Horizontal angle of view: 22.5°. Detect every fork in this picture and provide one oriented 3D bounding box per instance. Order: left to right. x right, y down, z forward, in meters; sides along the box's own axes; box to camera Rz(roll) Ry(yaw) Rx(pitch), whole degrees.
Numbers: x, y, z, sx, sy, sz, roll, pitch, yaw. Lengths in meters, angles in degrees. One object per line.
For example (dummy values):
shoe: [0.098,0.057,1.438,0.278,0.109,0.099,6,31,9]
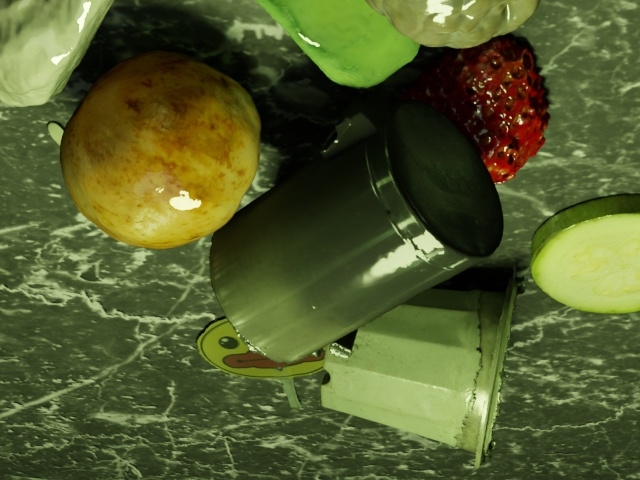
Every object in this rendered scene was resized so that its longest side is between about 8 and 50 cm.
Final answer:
fork: [-0.278,-0.092,2.083,0.034,0.028,0.219,-12,143,34]

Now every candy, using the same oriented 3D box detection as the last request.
candy: [-0.014,-0.287,1.669,0.132,0.142,0.343,35,175,41]

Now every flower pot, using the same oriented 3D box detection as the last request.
flower pot: [0.144,0.164,2.295,0.259,0.290,0.290,11,149,9]

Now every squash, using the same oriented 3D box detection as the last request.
squash: [0.416,0.016,2.217,0.252,0.049,0.252,1,146,1]

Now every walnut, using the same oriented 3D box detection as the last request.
walnut: [0.135,-0.294,1.563,0.224,0.224,0.224,1,148,0]

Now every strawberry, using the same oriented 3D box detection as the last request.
strawberry: [0.185,-0.134,1.914,0.190,0.111,0.236,6,147,-3]

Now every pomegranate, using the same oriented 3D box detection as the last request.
pomegranate: [-0.181,-0.102,1.875,0.248,0.248,0.248,1,148,0]

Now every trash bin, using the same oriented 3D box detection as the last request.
trash bin: [0.033,-0.006,1.868,0.301,0.203,0.252,-32,112,34]

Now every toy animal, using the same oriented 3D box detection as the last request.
toy animal: [-0.300,-0.270,1.682,0.188,0.266,0.308,24,-174,-11]

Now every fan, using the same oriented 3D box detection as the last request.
fan: [-0.072,0.184,2.530,0.229,0.011,0.335,-4,146,8]

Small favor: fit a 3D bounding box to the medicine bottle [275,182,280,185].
medicine bottle: [0.000,0.000,2.100,0.143,0.147,0.147,4,148,-2]
